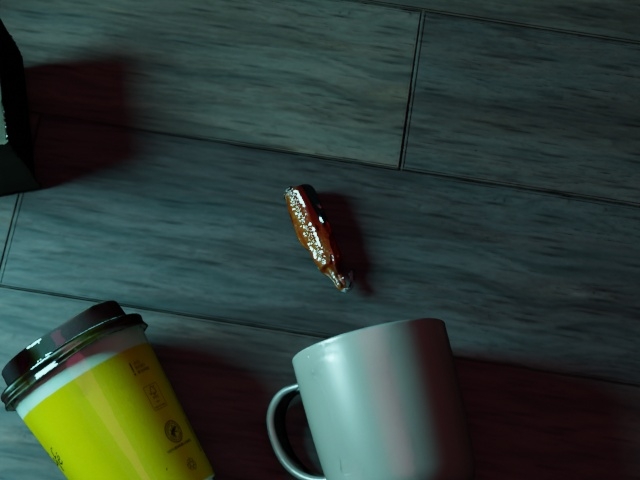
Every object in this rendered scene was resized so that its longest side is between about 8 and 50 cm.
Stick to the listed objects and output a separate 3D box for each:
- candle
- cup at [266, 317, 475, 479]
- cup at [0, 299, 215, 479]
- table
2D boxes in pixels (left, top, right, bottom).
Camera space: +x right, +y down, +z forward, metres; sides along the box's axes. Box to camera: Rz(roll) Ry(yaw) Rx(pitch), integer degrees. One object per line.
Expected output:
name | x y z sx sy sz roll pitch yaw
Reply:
candle | 0.000 0.000 1.595 0.053 0.048 0.162 -32 71 19
cup | 0.054 0.226 1.454 0.253 0.191 0.200 -20 74 22
cup | -0.245 0.224 1.437 0.196 0.196 0.279 -31 83 -12
table | -0.473 -0.168 1.563 0.169 0.172 0.193 -11 73 -3
